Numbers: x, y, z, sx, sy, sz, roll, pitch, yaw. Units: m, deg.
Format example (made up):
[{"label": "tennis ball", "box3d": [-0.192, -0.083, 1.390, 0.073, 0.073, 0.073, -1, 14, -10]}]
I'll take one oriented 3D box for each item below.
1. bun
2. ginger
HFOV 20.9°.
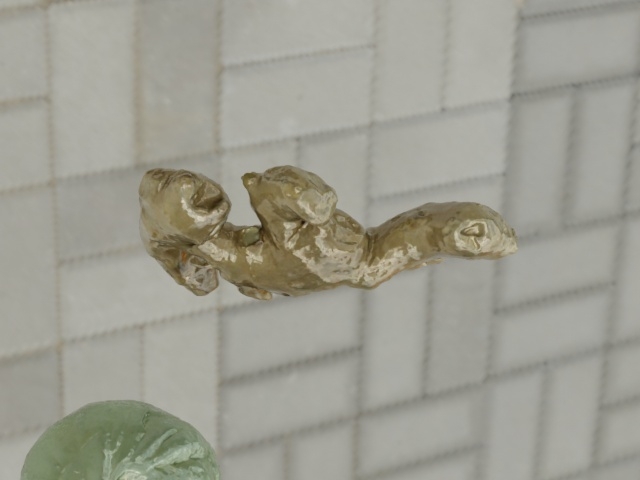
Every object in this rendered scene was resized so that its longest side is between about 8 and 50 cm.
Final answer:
[{"label": "bun", "box3d": [-0.179, 0.242, 1.554, 0.195, 0.118, 0.195, 0, 89, -12]}, {"label": "ginger", "box3d": [-0.008, -0.006, 1.110, 0.149, 0.259, 0.065, 45, 48, -58]}]
